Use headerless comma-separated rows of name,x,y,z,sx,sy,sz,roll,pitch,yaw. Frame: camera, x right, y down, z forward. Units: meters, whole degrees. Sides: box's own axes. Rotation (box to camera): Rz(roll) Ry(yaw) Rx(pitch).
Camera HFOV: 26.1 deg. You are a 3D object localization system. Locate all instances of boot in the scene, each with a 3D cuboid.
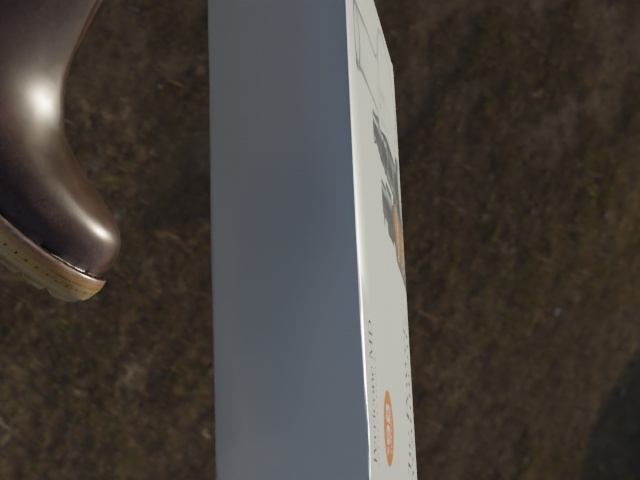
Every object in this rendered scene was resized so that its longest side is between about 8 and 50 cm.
boot,-0.095,-0.122,0.531,0.207,0.090,0.248,-35,103,-1

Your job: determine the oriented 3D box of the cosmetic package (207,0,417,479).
cosmetic package,0.000,0.000,0.924,0.284,0.097,0.377,54,32,-70
